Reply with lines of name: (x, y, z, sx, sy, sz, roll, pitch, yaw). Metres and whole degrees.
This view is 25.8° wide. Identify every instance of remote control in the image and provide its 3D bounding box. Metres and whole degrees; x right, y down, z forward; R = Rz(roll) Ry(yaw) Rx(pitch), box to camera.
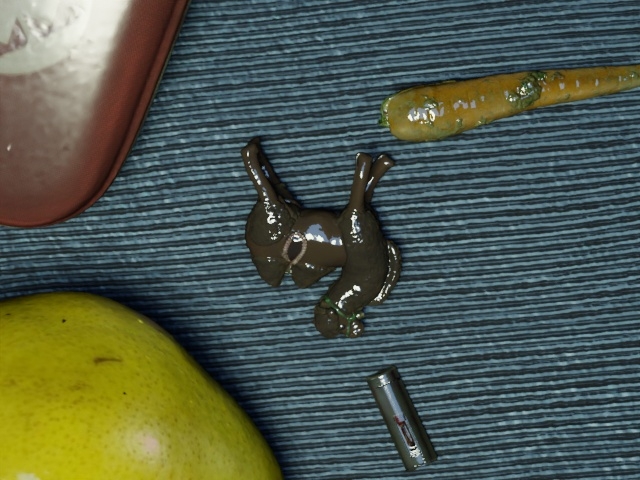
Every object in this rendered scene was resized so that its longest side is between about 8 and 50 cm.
remote control: (0.070, 0.154, 1.197, 0.034, 0.016, 0.091, -24, 93, 8)

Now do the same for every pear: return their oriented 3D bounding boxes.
pear: (-0.185, 0.180, 1.085, 0.336, 0.285, 0.285, -3, 95, -13)

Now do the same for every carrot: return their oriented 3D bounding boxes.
carrot: (0.173, -0.122, 1.161, 0.254, 0.049, 0.049, -11, 95, -2)

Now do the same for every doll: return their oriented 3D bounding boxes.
doll: (0.000, 0.000, 1.168, 0.139, 0.057, 0.165, 3, 100, -2)

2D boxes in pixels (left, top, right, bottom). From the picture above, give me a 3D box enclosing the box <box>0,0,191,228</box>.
box: (-0.235, -0.207, 1.102, 0.263, 0.108, 0.404, 21, 105, -3)
